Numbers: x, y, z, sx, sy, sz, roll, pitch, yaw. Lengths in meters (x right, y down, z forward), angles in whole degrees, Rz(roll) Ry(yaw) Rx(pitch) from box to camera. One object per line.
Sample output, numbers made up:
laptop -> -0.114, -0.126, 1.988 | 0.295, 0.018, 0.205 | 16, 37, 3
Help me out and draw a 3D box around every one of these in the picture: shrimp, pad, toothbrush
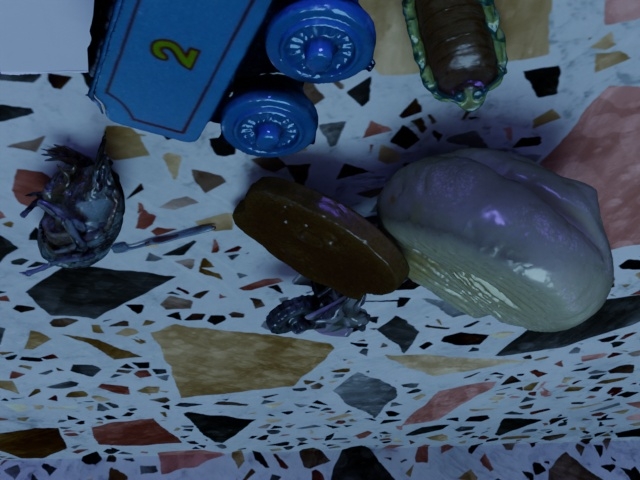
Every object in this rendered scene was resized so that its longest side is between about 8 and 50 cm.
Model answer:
shrimp -> -0.351, -0.029, 1.138 | 0.137, 0.172, 0.372 | 7, 156, -10
pad -> -0.315, -0.264, 0.892 | 0.156, 0.004, 0.232 | -2, 151, -4
toothbrush -> -0.267, -0.003, 1.354 | 0.193, 0.013, 0.019 | -12, 141, 13

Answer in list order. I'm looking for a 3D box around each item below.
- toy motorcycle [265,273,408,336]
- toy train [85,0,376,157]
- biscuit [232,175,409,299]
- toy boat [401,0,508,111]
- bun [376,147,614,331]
toy motorcycle -> 0.058, 0.080, 1.443 | 0.327, 0.143, 0.188 | -37, 149, 21
toy train -> -0.098, -0.227, 0.823 | 0.265, 0.188, 0.300 | 13, 149, -20
biscuit -> 0.001, -0.001, 1.235 | 0.273, 0.049, 0.257 | 35, 156, -9
toy boat -> 0.146, -0.252, 0.897 | 0.108, 0.099, 0.293 | -14, 157, 14
bun -> 0.265, -0.015, 1.176 | 0.365, 0.219, 0.365 | 26, 167, 7
